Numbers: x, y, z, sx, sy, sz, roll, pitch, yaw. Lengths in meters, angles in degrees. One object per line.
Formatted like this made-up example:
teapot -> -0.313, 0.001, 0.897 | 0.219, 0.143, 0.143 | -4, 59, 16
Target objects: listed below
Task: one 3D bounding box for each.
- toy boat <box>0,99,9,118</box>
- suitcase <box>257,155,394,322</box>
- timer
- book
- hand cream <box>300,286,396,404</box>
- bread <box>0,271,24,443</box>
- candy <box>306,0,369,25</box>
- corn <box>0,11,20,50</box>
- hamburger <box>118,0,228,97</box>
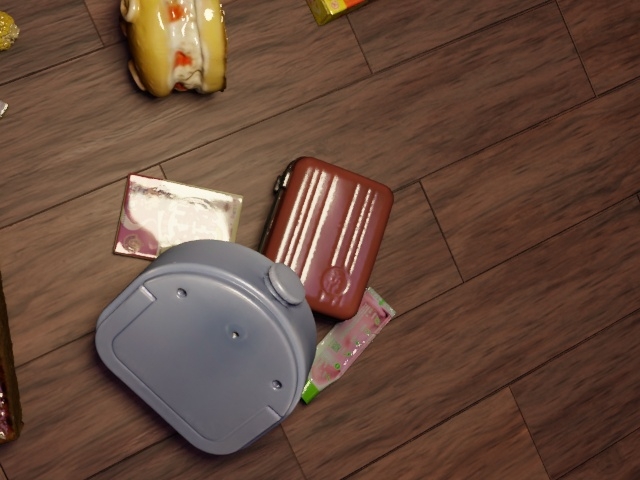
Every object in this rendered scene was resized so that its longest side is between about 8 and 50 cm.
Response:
toy boat -> -0.640, -0.222, 1.380 | 0.063, 0.016, 0.115 | 32, 79, -11
suitcase -> 0.000, 0.000, 1.468 | 0.236, 0.161, 0.297 | 20, 82, -13
timer -> -0.177, 0.170, 1.342 | 0.395, 0.173, 0.394 | 5, 114, 12
book -> -0.279, -0.033, 1.466 | 0.232, 0.022, 0.162 | 12, 85, -14
hand cream -> 0.042, 0.219, 1.535 | 0.275, 0.050, 0.079 | -47, 124, -18
bread -> -0.643, 0.162, 1.312 | 0.165, 0.113, 0.416 | -8, 88, -16
candy -> 0.091, -0.578, 1.560 | 0.276, 0.088, 0.146 | -30, 96, -15
corn -> -0.675, -0.396, 1.347 | 0.238, 0.080, 0.080 | 5, 86, -13
hamburger -> -0.280, -0.417, 1.374 | 0.187, 0.261, 0.302 | -4, 70, -11
